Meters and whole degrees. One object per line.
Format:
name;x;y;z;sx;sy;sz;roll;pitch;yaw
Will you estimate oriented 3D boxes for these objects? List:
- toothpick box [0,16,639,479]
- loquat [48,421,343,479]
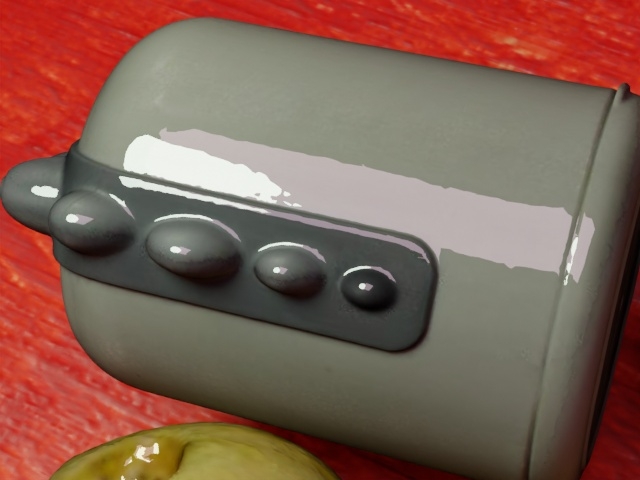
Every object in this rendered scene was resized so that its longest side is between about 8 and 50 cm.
toothpick box;0.000;0.000;0.992;0.316;0.229;0.229;13;64;10
loquat;-0.058;0.194;0.982;0.213;0.213;0.213;-6;59;9
